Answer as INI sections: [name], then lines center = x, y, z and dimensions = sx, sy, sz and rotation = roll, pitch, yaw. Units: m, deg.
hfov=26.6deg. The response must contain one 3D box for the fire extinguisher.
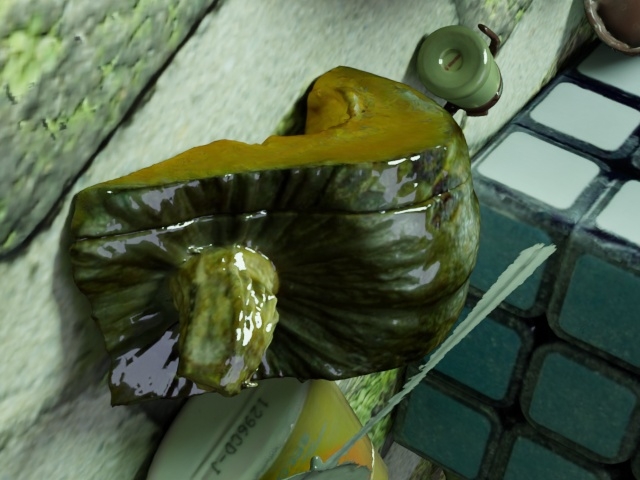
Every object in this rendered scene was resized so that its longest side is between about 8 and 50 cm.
[fire extinguisher]
center = 0.314, -0.214, 1.179
dimensions = 0.269, 0.105, 0.104
rotation = -23, 135, -61

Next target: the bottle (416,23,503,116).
[bottle]
center = 0.093, -0.106, 0.880
dimensions = 0.063, 0.047, 0.101
rotation = -28, 168, 13

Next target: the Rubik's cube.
[Rubik's cube]
center = 0.273, 0.055, 1.127
dimensions = 0.304, 0.301, 0.305
rotation = -41, 149, -46

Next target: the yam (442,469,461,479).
[yam]
center = 0.268, 0.163, 1.389
dimensions = 0.300, 0.195, 0.195
rotation = -37, 147, -46

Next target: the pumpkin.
[pumpkin]
center = 0.000, 0.003, 0.672
dimensions = 0.248, 0.126, 0.131
rotation = -38, 145, -47

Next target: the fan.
[fan]
center = -0.016, 0.139, 0.744
dimensions = 0.414, 0.012, 0.233
rotation = -47, 156, 22

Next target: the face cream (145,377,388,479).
[face cream]
center = -0.024, 0.161, 0.875
dimensions = 0.139, 0.067, 0.285
rotation = -52, 157, -12
